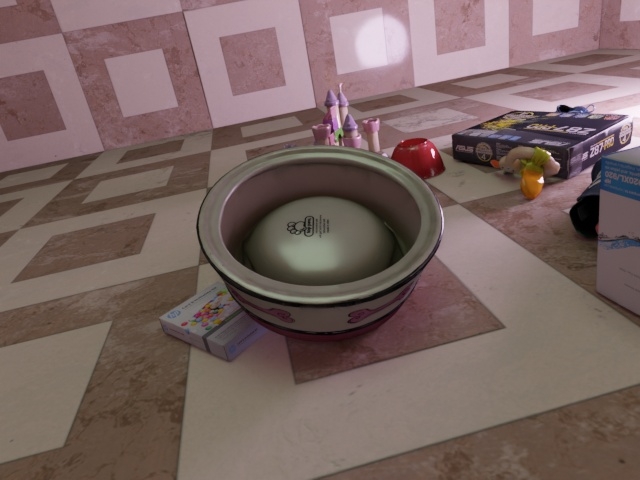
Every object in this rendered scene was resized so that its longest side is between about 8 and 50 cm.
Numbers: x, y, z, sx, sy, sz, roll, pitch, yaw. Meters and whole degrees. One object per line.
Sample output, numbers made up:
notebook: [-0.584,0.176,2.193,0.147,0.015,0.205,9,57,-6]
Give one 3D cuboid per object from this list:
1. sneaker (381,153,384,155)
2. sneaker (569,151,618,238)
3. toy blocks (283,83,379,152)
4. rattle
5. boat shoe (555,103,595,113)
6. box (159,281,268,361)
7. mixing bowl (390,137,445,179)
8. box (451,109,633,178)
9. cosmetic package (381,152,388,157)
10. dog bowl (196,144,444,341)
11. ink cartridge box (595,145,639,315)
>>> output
sneaker: [0.158,-0.217,1.482,0.086,0.064,0.192,-12,23,18]
sneaker: [0.569,-0.081,0.945,0.148,0.131,0.350,-27,7,22]
toy blocks: [0.031,-0.409,1.702,0.308,0.260,0.288,1,27,24]
rattle: [0.515,-0.163,1.248,0.130,0.143,0.199,13,-5,-29]
boat shoe: [0.829,-0.395,1.541,0.108,0.089,0.258,-16,21,-2]
box: [-0.179,0.140,0.860,0.186,0.038,0.145,9,30,39]
mixing bowl: [0.294,-0.261,1.470,0.181,0.098,0.181,-9,23,4]
box: [0.652,-0.304,1.419,0.318,0.097,0.395,-26,29,-25]
cosmetic package: [0.123,-0.151,1.286,0.239,0.099,0.060,-32,-6,-40]
dog bowl: [0.000,0.000,0.834,0.407,0.150,0.408,-1,44,1]
ink cartridge box: [0.526,-0.013,0.668,0.171,0.233,0.168,-15,23,-10]
